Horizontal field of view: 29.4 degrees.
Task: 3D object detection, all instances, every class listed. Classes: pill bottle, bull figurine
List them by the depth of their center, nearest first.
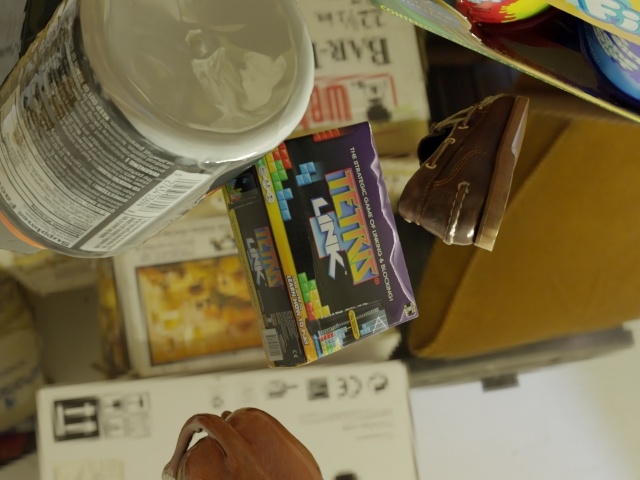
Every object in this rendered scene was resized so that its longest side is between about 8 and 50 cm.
[{"bbox_3d":[-0.116,-0.067,0.693,0.130,0.130,0.245,-2,166,-32],"label":"pill bottle"},{"bbox_3d":[0.002,0.237,0.749,0.101,0.310,0.188,-28,-179,-21],"label":"bull figurine"}]

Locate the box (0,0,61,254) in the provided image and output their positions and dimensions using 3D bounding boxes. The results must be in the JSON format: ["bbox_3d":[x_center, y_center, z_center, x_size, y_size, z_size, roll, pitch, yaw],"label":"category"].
[{"bbox_3d":[-0.218,-0.135,0.948,0.103,0.261,0.184,13,165,-31],"label":"box"}]

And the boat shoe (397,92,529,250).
[{"bbox_3d":[0.104,-0.060,0.858,0.073,0.073,0.207,14,-156,10],"label":"boat shoe"}]

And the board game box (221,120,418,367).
[{"bbox_3d":[0.000,0.000,0.968,0.048,0.170,0.141,-11,-175,45],"label":"board game box"}]

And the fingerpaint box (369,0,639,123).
[{"bbox_3d":[0.239,-0.174,0.762,0.445,0.163,0.371,25,179,8],"label":"fingerpaint box"}]
